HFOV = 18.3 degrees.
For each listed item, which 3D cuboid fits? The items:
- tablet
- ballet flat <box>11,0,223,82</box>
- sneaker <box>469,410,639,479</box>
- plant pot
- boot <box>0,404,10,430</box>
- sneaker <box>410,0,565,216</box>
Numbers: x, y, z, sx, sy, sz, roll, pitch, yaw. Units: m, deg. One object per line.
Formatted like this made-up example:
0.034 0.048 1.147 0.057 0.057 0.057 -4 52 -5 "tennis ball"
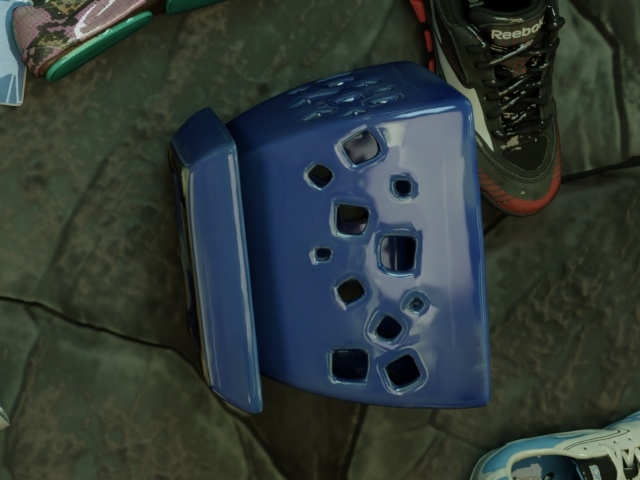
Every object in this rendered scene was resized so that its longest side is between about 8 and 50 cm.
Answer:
-0.251 -0.147 1.525 0.054 0.006 0.083 5 100 -16 "tablet"
-0.135 -0.198 1.518 0.221 0.077 0.079 -26 85 -11 "ballet flat"
0.245 0.196 1.684 0.237 0.086 0.085 -12 101 -14 "sneaker"
0.000 0.000 1.510 0.212 0.236 0.236 -8 102 -7 "plant pot"
-0.299 0.156 1.519 0.123 0.095 0.258 -5 101 -7 "boot"
0.140 -0.142 1.566 0.098 0.135 0.276 -19 106 -13 "sneaker"
